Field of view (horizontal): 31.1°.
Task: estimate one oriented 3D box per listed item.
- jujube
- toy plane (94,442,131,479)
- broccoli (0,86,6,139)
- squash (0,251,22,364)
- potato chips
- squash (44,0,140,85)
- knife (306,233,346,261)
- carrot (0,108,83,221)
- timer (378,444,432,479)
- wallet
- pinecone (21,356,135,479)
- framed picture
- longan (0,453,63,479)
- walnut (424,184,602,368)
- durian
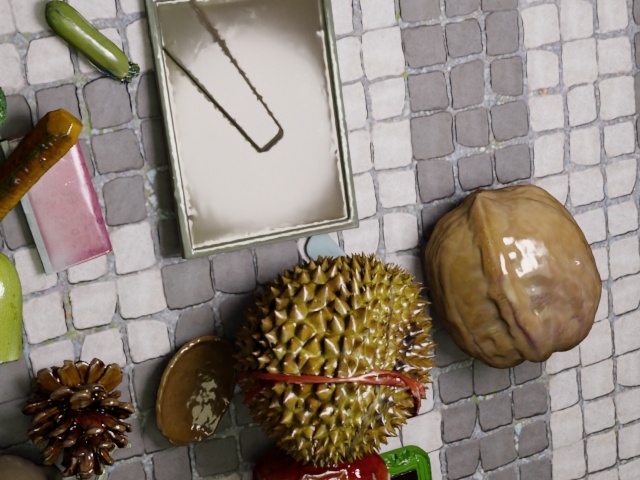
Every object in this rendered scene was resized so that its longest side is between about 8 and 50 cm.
[{"bbox_3d":[0.002,0.439,2.086,0.251,0.174,0.174,2,101,-18],"label":"jujube"},{"bbox_3d":[-0.399,0.475,1.957,0.092,0.108,0.286,18,93,14],"label":"toy plane"},{"bbox_3d":[-0.588,-0.181,1.654,0.270,0.270,0.270,3,131,-25],"label":"broccoli"},{"bbox_3d":[-0.526,0.102,1.802,0.123,0.123,0.186,-1,100,-24],"label":"squash"},{"bbox_3d":[-0.222,0.260,2.012,0.150,0.049,0.201,4,98,-30],"label":"potato chips"},{"bbox_3d":[-0.361,-0.310,1.817,0.183,0.052,0.052,42,84,-29],"label":"squash"},{"bbox_3d":[-0.001,0.001,2.061,0.063,0.035,0.260,-43,118,-11],"label":"knife"},{"bbox_3d":[-0.489,-0.077,1.791,0.066,0.066,0.314,38,99,-26],"label":"carrot"},{"bbox_3d":[0.152,0.467,2.229,0.140,0.047,0.128,-13,106,-21],"label":"timer"},{"bbox_3d":[-0.423,-0.069,1.857,0.119,0.025,0.232,-20,109,-18],"label":"wallet"},{"bbox_3d":[-0.393,0.291,1.879,0.179,0.150,0.195,-8,82,-9],"label":"pinecone"},{"bbox_3d":[-0.110,-0.211,1.940,0.326,0.028,0.445,-10,100,-21],"label":"framed picture"},{"bbox_3d":[-0.506,0.432,1.868,0.204,0.159,0.184,-37,130,-34],"label":"longan"},{"bbox_3d":[0.345,0.057,2.090,0.306,0.306,0.343,-32,120,-14],"label":"walnut"},{"bbox_3d":[0.024,0.201,1.943,0.348,0.384,0.347,7,132,7],"label":"durian"}]
